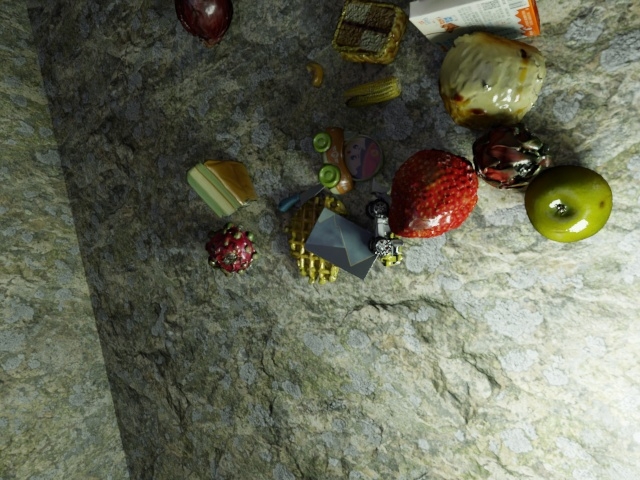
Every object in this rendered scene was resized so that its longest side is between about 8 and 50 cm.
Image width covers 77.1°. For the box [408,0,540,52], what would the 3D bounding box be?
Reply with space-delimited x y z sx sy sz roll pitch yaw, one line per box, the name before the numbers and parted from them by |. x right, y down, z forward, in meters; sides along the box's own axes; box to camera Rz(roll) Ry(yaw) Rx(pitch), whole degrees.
box | 0.395 -0.559 1.016 0.265 0.273 0.048 4 97 32

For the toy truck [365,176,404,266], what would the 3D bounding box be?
toy truck | 0.205 -0.059 1.285 0.111 0.136 0.286 -4 91 0

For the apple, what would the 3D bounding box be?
apple | 0.608 -0.091 0.995 0.196 0.157 0.196 11 108 38

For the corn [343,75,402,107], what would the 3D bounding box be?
corn | 0.165 -0.477 1.301 0.203 0.072 0.072 -1 94 34

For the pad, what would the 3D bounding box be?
pad | 0.081 0.012 1.375 0.243 0.004 0.164 28 99 6

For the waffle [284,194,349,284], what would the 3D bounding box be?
waffle | -0.002 0.000 1.467 0.307 0.060 0.312 -31 78 34

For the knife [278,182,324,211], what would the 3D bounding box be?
knife | -0.063 -0.163 1.500 0.244 0.032 0.058 -21 46 31

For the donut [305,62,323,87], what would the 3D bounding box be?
donut | -0.025 -0.592 1.431 0.067 0.038 0.083 19 103 28

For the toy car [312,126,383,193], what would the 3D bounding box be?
toy car | 0.100 -0.277 1.341 0.235 0.145 0.235 0 90 14

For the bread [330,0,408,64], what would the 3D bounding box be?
bread | 0.154 -0.654 1.272 0.222 0.096 0.181 24 108 27

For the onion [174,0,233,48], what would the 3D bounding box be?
onion | -0.469 -0.939 1.591 0.221 0.281 0.281 -19 82 -10

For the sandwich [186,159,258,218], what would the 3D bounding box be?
sandwich | -0.391 -0.200 1.602 0.155 0.227 0.198 -27 80 33

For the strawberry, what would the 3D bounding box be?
strawberry | 0.307 -0.113 1.114 0.238 0.288 0.250 8 120 23

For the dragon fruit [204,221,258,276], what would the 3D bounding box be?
dragon fruit | -0.384 0.038 1.643 0.272 0.198 0.218 -4 101 35

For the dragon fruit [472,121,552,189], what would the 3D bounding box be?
dragon fruit | 0.479 -0.214 1.027 0.182 0.182 0.188 62 163 13

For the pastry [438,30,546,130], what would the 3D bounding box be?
pastry | 0.429 -0.392 1.038 0.256 0.170 0.237 20 125 6
